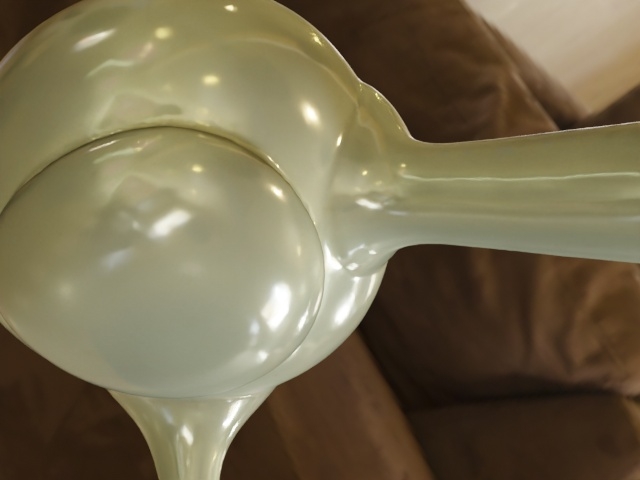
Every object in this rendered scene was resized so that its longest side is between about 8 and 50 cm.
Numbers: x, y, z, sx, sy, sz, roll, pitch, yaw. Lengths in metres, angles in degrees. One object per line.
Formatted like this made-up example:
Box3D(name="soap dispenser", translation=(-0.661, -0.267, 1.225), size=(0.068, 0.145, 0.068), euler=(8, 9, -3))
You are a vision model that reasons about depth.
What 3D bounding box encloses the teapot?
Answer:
Box3D(name="teapot", translation=(-0.017, -0.028, 0.589), size=(0.220, 0.318, 0.149), euler=(47, 24, -26))
